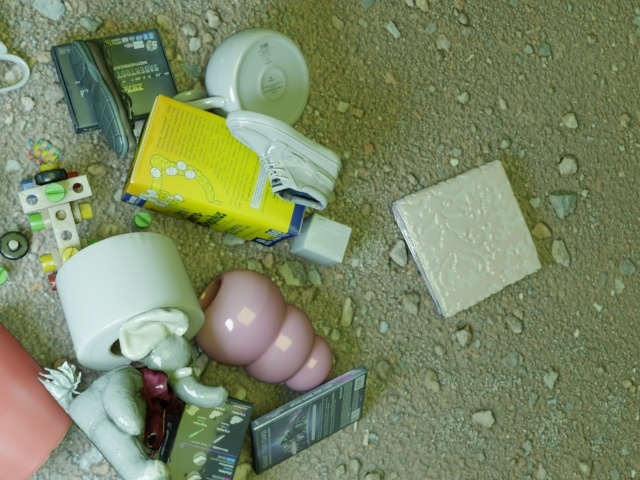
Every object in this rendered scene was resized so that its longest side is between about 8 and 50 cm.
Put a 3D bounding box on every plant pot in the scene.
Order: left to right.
[{"bbox_3d":[-0.602,0.303,1.327,0.243,0.275,0.275,46,69,-22],"label":"plant pot"}]

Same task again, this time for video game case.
[{"bbox_3d":[-0.023,0.387,1.579,0.274,0.196,0.026,-22,51,-22],"label":"video game case"}]

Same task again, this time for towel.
[{"bbox_3d":[0.376,-0.009,1.854,0.332,0.053,0.316,-23,92,-22],"label":"towel"}]

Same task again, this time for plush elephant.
[{"bbox_3d":[-0.295,0.275,1.301,0.330,0.271,0.255,42,65,19],"label":"plush elephant"}]

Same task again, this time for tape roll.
[{"bbox_3d":[-0.365,0.120,1.414,0.246,0.246,0.169,-15,62,-23],"label":"tape roll"}]

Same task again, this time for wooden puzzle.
[{"bbox_3d":[-0.576,-0.180,1.533,0.083,0.006,0.049,33,72,-14],"label":"wooden puzzle"}]

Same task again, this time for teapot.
[{"bbox_3d":[-0.165,-0.345,1.613,0.256,0.187,0.252,27,81,-45],"label":"teapot"}]

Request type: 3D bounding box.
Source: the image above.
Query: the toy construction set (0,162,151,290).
[{"bbox_3d":[-0.460,-0.024,1.430,0.309,0.237,0.257,11,78,-20],"label":"toy construction set"}]

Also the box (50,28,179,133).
[{"bbox_3d":[-0.438,-0.344,1.583,0.233,0.059,0.183,-17,89,-22],"label":"box"}]

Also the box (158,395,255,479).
[{"bbox_3d":[-0.255,0.438,1.480,0.144,0.165,0.270,20,74,-18],"label":"box"}]

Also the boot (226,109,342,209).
[{"bbox_3d":[-0.080,-0.155,1.462,0.258,0.095,0.123,23,67,-19],"label":"boot"}]

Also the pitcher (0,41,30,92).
[{"bbox_3d":[-0.692,-0.321,1.457,0.178,0.126,0.207,35,59,-29],"label":"pitcher"}]

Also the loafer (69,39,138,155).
[{"bbox_3d":[-0.419,-0.298,1.487,0.084,0.096,0.267,-19,75,-35],"label":"loafer"}]

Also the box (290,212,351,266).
[{"bbox_3d":[0.000,0.000,1.679,0.102,0.101,0.087,23,75,-17],"label":"box"}]

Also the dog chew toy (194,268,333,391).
[{"bbox_3d":[-0.108,0.206,1.561,0.332,0.207,0.206,37,71,-21],"label":"dog chew toy"}]

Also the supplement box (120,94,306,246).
[{"bbox_3d":[-0.217,-0.136,1.565,0.357,0.194,0.195,18,76,-18],"label":"supplement box"}]
